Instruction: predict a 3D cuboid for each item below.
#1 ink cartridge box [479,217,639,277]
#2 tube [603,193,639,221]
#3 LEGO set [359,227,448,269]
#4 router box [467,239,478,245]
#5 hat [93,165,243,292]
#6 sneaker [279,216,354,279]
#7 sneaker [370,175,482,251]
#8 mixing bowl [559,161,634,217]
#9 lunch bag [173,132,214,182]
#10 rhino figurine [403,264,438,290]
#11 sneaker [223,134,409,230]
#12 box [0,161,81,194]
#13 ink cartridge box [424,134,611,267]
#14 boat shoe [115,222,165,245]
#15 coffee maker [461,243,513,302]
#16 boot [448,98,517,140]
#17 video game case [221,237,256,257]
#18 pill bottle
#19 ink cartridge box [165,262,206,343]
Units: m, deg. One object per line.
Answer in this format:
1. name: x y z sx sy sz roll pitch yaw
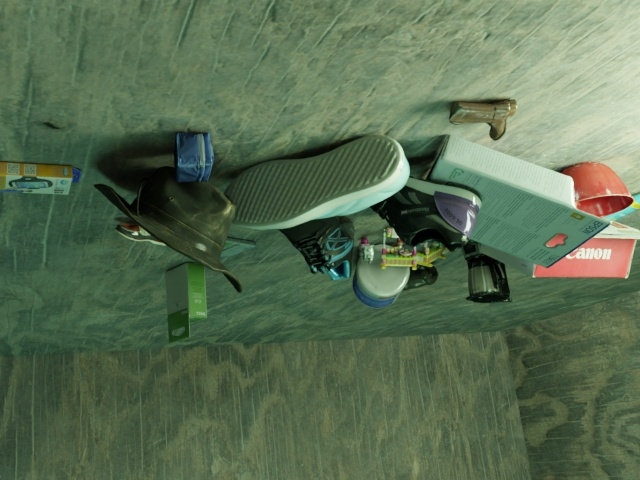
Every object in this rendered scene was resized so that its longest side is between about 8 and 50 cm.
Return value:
1. ink cartridge box: 0.598 0.012 1.663 0.309 0.130 0.272 2 -164 -25
2. tube: 0.780 -0.083 1.789 0.080 0.052 0.207 -5 162 -44
3. LEGO set: 0.250 0.004 1.843 0.287 0.107 0.132 -6 -161 -18
4. router box: 0.435 -0.024 1.849 0.122 0.038 0.092 -20 163 34
5. hat: -0.236 -0.049 1.249 0.331 0.134 0.331 36 174 4
6. sneaker: 0.000 0.000 1.588 0.125 0.140 0.341 -12 162 25
7. sneaker: 0.162 -0.057 1.351 0.283 0.124 0.107 13 162 26
8. mixing bowl: 0.579 -0.111 1.507 0.181 0.098 0.181 -7 164 -2
9. lunch bag: -0.212 -0.137 1.159 0.065 0.067 0.098 -2 164 -15
10. rhino figurine: 0.278 0.127 2.260 0.243 0.073 0.106 -18 157 39
11. sneaker: -0.002 -0.085 1.306 0.365 0.135 0.150 -11 160 19
12. box: -0.498 -0.108 1.220 0.136 0.028 0.081 3 161 -24
13. ink cartridge box: 0.369 -0.069 1.391 0.330 0.071 0.324 20 163 3
14. boat shoe: -0.391 -0.023 1.534 0.137 0.049 0.043 14 112 -45
15. coffee maker: 0.483 0.088 2.010 0.120 0.178 0.171 -11 161 22
16. boot: 0.264 -0.203 1.173 0.114 0.037 0.106 -7 151 -10
17. video game case: -0.265 0.015 1.758 0.119 0.015 0.166 -20 159 40
18. pill bottle: 0.172 0.118 2.041 0.152 0.152 0.272 -6 164 -4
19. ink cartridge box: -0.374 0.176 1.919 0.109 0.209 0.062 -21 158 41
